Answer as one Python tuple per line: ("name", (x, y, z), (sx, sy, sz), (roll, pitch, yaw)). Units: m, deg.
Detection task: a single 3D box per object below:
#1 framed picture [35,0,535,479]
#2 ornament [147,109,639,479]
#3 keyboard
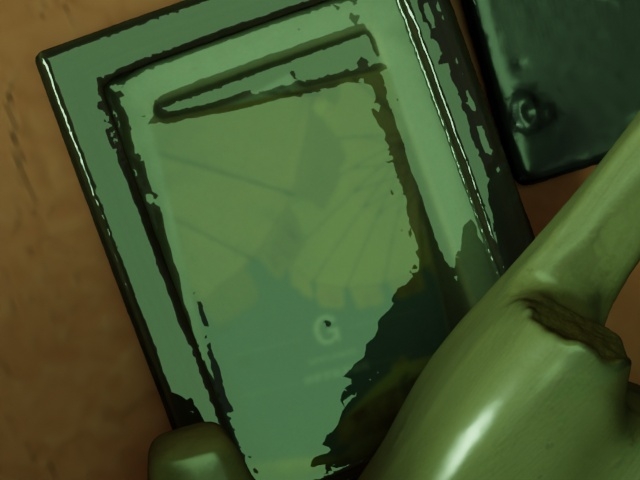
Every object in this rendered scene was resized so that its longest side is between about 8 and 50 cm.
("framed picture", (0.000, 0.000, 0.585), (0.128, 0.023, 0.168), (-21, 94, -10))
("ornament", (0.074, 0.073, 0.558), (0.230, 0.061, 0.245), (32, 101, -22))
("keyboard", (0.068, -0.178, 0.602), (0.101, 0.018, 0.309), (-16, 93, -9))
